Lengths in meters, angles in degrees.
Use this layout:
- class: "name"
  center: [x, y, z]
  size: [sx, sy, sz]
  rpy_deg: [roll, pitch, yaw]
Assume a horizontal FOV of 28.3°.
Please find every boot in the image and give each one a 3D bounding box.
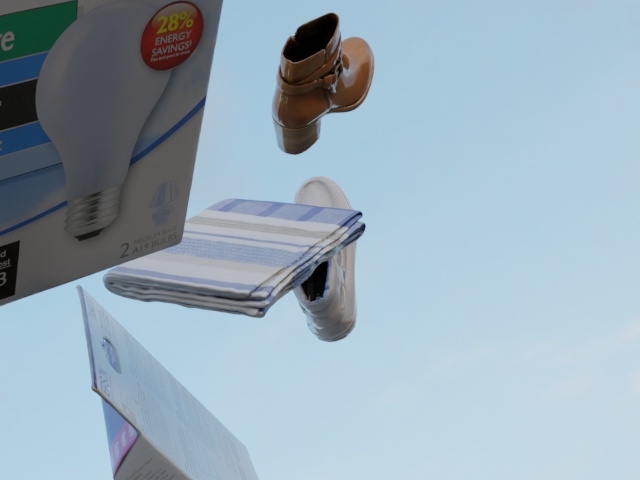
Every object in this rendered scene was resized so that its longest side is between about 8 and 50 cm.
- class: "boot"
  center: [0.007, -0.299, 2.085]
  size: [0.283, 0.109, 0.220]
  rpy_deg: [-47, -23, -30]
- class: "boot"
  center: [0.000, 0.000, 1.712]
  size: [0.095, 0.258, 0.123]
  rpy_deg: [-13, -31, 7]

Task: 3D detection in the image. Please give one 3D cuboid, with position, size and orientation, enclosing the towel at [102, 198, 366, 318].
- class: "towel"
  center: [-0.091, 0.014, 1.457]
  size: [0.285, 0.209, 0.034]
  rpy_deg: [-39, -49, -57]

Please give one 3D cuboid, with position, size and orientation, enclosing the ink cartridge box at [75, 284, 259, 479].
- class: "ink cartridge box"
  center: [-0.185, 0.232, 1.486]
  size: [0.071, 0.324, 0.330]
  rpy_deg: [-43, -69, 2]

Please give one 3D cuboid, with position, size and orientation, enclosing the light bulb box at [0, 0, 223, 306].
- class: "light bulb box"
  center: [-0.295, -0.149, 1.105]
  size: [0.358, 0.225, 0.361]
  rpy_deg: [-22, -40, -38]
